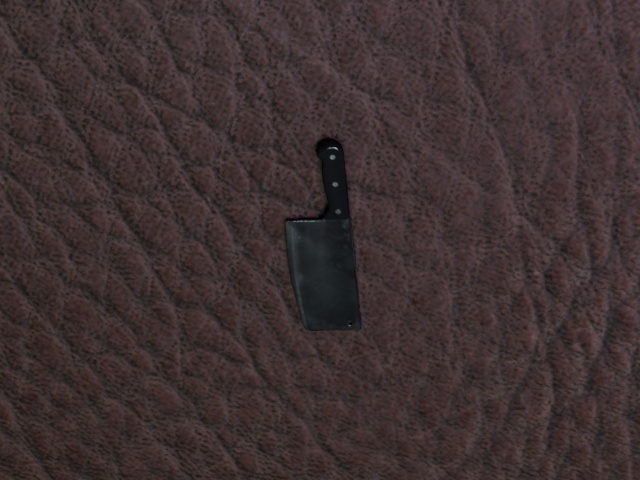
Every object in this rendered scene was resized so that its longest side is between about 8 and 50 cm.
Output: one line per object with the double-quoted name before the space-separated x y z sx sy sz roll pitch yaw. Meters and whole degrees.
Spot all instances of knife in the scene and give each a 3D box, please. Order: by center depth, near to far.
"knife" 0.000 0.000 1.973 0.072 0.019 0.245 -1 127 5
